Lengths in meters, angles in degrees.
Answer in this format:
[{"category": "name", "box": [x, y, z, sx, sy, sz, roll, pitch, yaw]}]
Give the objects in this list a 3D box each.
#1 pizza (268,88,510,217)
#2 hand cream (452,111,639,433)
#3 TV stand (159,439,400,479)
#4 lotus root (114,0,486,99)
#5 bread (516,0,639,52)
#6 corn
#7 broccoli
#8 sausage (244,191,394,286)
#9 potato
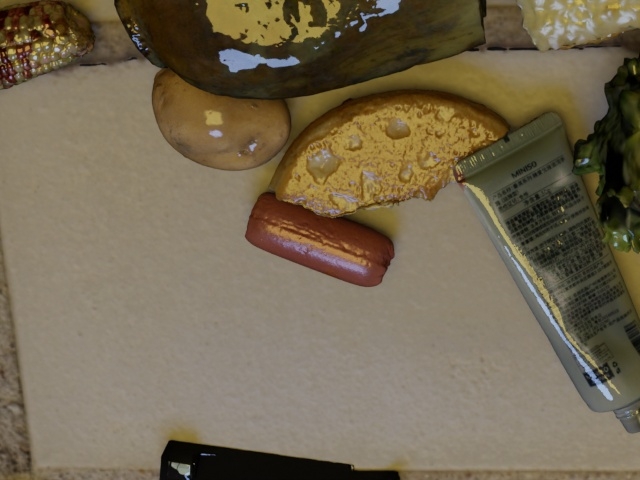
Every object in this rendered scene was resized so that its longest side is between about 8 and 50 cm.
[{"category": "pizza", "box": [0.066, -0.090, 1.767, 0.246, 0.058, 0.127, -25, 98, 9]}, {"category": "hand cream", "box": [0.253, 0.045, 1.771, 0.124, 0.078, 0.341, -29, 102, -8]}, {"category": "TV stand", "box": [-0.044, 0.258, 1.889, 0.256, 0.049, 0.040, 7, 106, 6]}, {"category": "lotus root", "box": [-0.016, -0.259, 1.632, 0.346, 0.250, 0.250, -15, 104, 10]}, {"category": "bread", "box": [0.257, -0.376, 1.606, 0.236, 0.165, 0.375, -14, 104, 16]}, {"category": "corn", "box": [-0.352, -0.186, 1.780, 0.253, 0.086, 0.086, -16, 104, 12]}, {"category": "broccoli", "box": [0.392, -0.039, 1.614, 0.293, 0.281, 0.348, -10, 126, -2]}, {"category": "sausage", "box": [0.000, 0.000, 1.801, 0.154, 0.062, 0.062, 20, 108, 0]}, {"category": "potato", "box": [-0.100, -0.128, 1.756, 0.147, 0.112, 0.112, 17, 108, -5]}]
